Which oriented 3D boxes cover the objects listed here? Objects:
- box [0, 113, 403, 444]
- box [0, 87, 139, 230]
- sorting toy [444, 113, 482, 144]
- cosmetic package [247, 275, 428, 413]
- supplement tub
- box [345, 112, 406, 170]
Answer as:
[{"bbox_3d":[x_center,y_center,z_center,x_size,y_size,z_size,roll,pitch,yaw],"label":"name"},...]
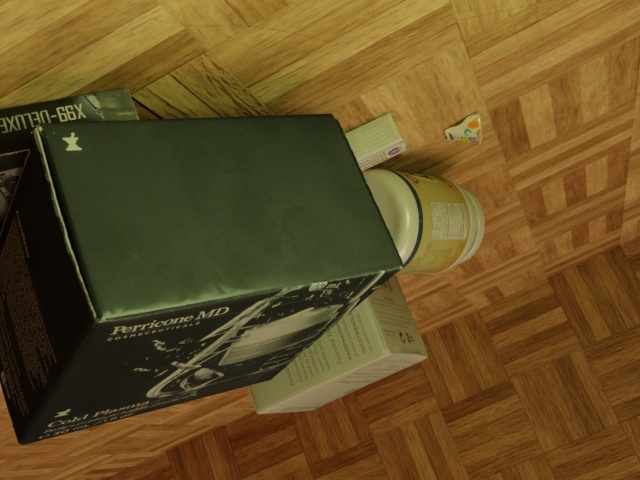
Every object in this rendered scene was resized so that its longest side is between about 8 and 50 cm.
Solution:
[{"bbox_3d":[-0.221,0.057,1.239,0.479,0.298,0.472,-9,154,-35],"label":"box"},{"bbox_3d":[-0.400,-0.092,1.194,0.242,0.077,0.307,-15,159,-22],"label":"box"},{"bbox_3d":[0.298,-0.224,1.669,0.075,0.045,0.083,-6,163,11],"label":"sorting toy"},{"bbox_3d":[0.015,0.239,2.145,0.393,0.328,0.329,-28,160,20],"label":"cosmetic package"},{"bbox_3d":[0.197,-0.037,1.757,0.316,0.228,0.228,0,151,-48],"label":"supplement tub"},{"bbox_3d":[0.003,-0.139,1.523,0.323,0.067,0.063,-25,161,7],"label":"box"}]
